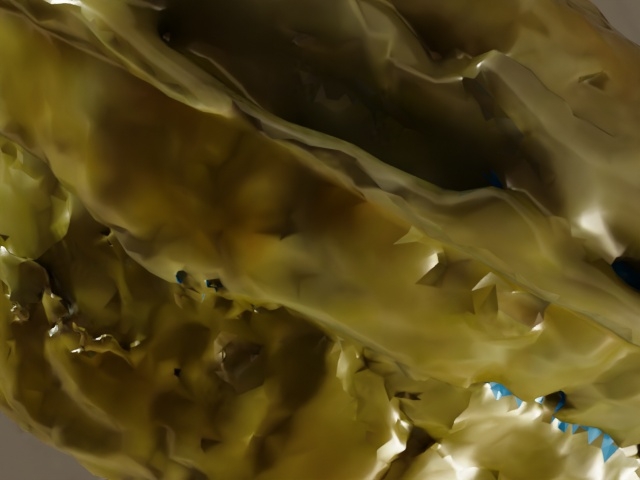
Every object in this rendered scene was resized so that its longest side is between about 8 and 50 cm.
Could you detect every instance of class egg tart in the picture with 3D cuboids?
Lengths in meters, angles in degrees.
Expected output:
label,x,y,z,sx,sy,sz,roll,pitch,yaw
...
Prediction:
label,x,y,z,sx,sy,sz,roll,pitch,yaw
egg tart,0.000,0.000,0.602,0.388,0.388,0.169,29,-91,13
